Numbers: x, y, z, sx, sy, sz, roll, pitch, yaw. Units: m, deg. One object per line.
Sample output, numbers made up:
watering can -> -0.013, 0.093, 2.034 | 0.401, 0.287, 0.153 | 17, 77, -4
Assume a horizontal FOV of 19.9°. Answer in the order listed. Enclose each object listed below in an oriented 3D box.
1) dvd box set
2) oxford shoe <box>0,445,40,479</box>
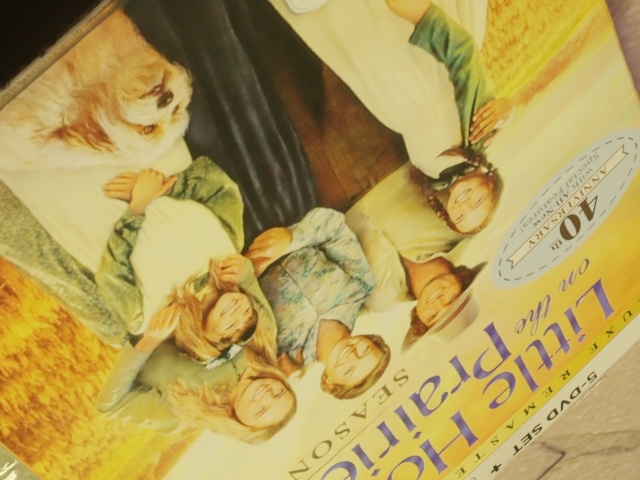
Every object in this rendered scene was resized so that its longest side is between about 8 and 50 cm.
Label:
dvd box set -> 0.000, 0.000, 0.769 | 0.307, 0.062, 0.420 | -42, 143, -7
oxford shoe -> -0.231, 0.150, 0.944 | 0.169, 0.130, 0.449 | 0, 128, -28
